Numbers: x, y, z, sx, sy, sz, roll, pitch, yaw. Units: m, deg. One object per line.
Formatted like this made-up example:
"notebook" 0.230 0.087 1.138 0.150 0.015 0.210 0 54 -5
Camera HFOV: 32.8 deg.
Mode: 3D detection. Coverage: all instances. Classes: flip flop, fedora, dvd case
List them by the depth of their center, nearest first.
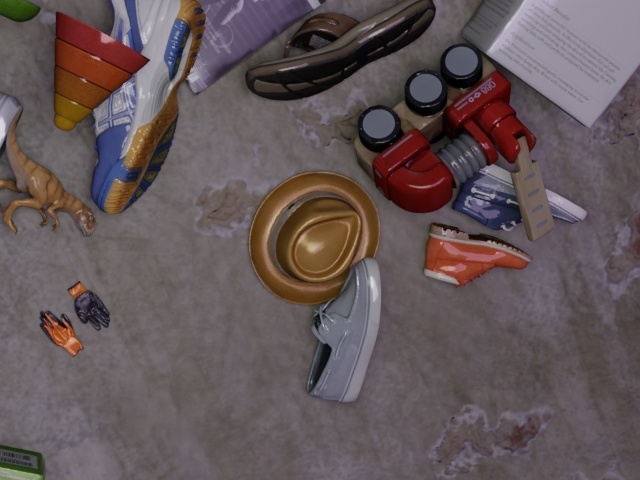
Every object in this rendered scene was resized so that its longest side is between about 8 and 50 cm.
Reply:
"dvd case" -0.126 -0.322 1.437 0.221 0.018 0.164 -37 104 -6
"flip flop" 0.022 -0.268 1.449 0.277 0.112 0.080 -28 78 -7
"fedora" 0.000 0.000 1.485 0.194 0.079 0.194 -2 98 -15

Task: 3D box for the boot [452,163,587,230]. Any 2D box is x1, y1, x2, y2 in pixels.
"boot" 0.285 -0.047 1.569 0.190 0.069 0.086 24 98 -9

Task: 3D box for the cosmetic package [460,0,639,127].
"cosmetic package" 0.383 -0.361 1.453 0.197 0.155 0.365 33 103 -17

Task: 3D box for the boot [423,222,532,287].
"boot" 0.224 0.031 1.566 0.158 0.059 0.084 12 98 -8

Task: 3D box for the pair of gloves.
"pair of gloves" -0.326 0.104 1.448 0.083 0.010 0.074 -42 105 -9

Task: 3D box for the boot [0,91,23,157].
"boot" -0.479 -0.082 1.347 0.123 0.095 0.258 26 82 -11

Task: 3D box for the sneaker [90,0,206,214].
"sneaker" -0.250 -0.184 1.394 0.131 0.112 0.296 21 97 8

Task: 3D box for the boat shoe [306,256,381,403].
"boat shoe" 0.027 0.126 1.487 0.081 0.079 0.227 4 117 -15

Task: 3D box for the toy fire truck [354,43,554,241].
"toy fire truck" 0.196 -0.099 1.460 0.217 0.158 0.246 -37 70 -8

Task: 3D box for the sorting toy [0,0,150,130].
"sorting toy" -0.389 -0.239 1.278 0.365 0.127 0.126 25 93 2

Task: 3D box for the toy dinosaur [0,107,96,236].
"toy dinosaur" -0.367 -0.076 1.376 0.112 0.064 0.211 -38 134 -3

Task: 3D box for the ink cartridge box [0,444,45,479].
"ink cartridge box" -0.479 0.390 1.402 0.189 0.097 0.255 15 93 -17
